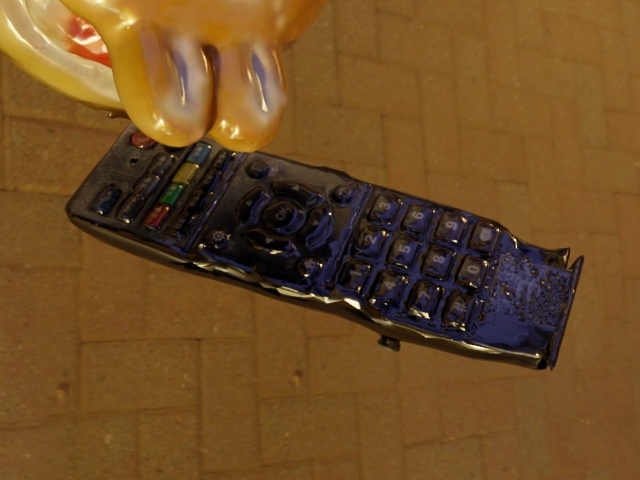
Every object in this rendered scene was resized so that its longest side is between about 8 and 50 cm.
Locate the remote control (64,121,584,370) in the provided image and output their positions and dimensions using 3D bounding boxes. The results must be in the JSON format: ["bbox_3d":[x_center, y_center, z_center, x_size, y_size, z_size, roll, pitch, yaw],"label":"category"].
[{"bbox_3d":[0.000,0.000,0.675,0.062,0.398,0.145,90,22,-50],"label":"remote control"}]

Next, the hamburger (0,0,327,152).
[{"bbox_3d":[-0.109,-0.207,0.562,0.260,0.186,0.303,12,82,-38],"label":"hamburger"}]
